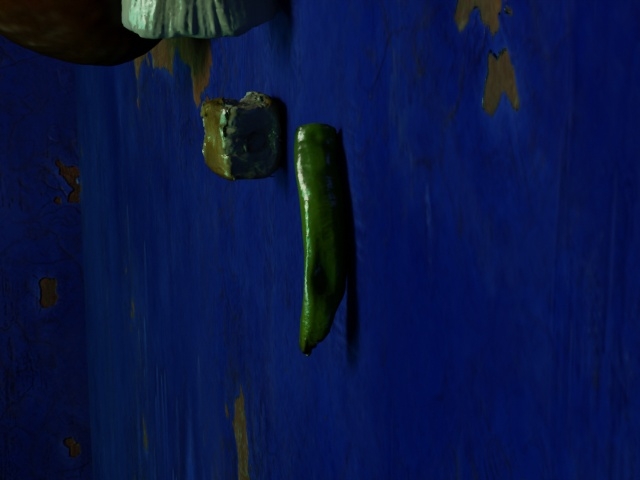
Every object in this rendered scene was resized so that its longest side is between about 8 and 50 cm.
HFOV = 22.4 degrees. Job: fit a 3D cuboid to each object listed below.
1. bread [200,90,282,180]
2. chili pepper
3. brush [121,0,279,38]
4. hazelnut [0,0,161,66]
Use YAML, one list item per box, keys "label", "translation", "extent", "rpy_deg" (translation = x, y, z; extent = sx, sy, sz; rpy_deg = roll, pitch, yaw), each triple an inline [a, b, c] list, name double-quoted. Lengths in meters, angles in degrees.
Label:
- label: "bread"
  translation: [-0.073, -0.105, 1.604]
  extent: [0.070, 0.077, 0.083]
  rpy_deg: [30, 123, 59]
- label: "chili pepper"
  translation: [0.000, 0.000, 1.387]
  extent: [0.052, 0.050, 0.201]
  rpy_deg: [1, -91, -65]
- label: "brush"
  translation: [-0.125, -0.325, 1.580]
  extent: [0.266, 0.174, 0.166]
  rpy_deg: [-100, 4, -53]
- label: "hazelnut"
  translation: [-0.310, -0.408, 1.940]
  extent: [0.421, 0.353, 0.421]
  rpy_deg: [28, 134, 32]
